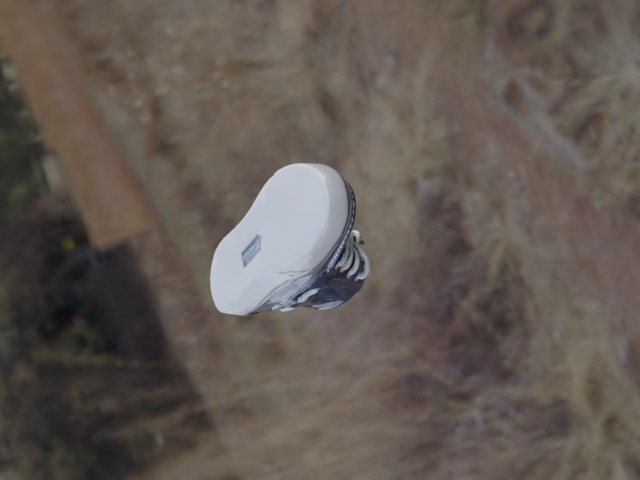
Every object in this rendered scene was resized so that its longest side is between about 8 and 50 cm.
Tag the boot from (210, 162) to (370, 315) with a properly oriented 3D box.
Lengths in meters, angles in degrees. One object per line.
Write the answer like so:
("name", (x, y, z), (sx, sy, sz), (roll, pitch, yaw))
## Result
("boot", (0.000, 0.000, 1.155), (0.190, 0.086, 0.069), (145, 123, -61))
